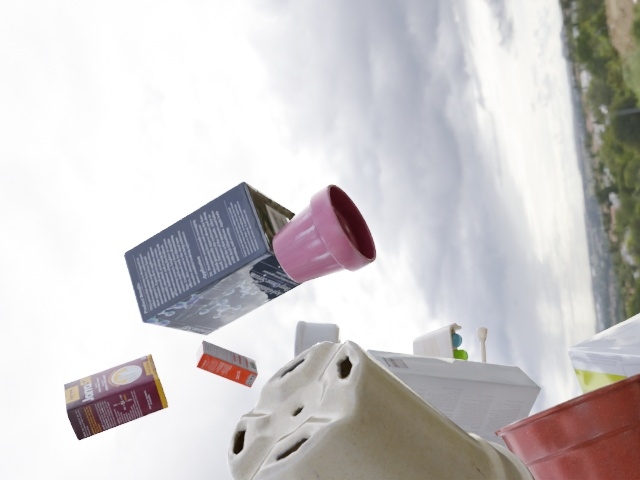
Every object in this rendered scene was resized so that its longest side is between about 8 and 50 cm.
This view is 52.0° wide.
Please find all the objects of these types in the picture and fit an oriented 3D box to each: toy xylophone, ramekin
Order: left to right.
[{"bbox_3d":[-0.002,0.386,2.052,0.277,0.135,0.277,-3,-90,-86],"label":"ramekin"},{"bbox_3d":[0.331,0.345,1.646,0.081,0.236,0.323,35,-130,-38],"label":"toy xylophone"}]

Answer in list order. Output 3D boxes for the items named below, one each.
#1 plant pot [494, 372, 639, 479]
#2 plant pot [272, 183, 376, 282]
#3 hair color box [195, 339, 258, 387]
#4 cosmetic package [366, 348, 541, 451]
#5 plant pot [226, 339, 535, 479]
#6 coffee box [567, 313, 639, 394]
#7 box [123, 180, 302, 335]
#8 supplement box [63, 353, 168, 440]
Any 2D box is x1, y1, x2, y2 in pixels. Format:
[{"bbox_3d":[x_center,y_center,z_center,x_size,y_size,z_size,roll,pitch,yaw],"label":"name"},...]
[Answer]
[{"bbox_3d":[0.469,0.392,1.076,0.272,0.272,0.265,32,-147,-63],"label":"plant pot"},{"bbox_3d":[0.000,0.000,1.484,0.201,0.180,0.201,50,-158,-29],"label":"plant pot"},{"bbox_3d":[-0.219,0.289,1.537,0.043,0.141,0.072,-62,17,11],"label":"hair color box"},{"bbox_3d":[0.232,0.384,1.355,0.097,0.377,0.284,-131,56,-63],"label":"cosmetic package"},{"bbox_3d":[0.059,0.305,0.850,0.305,0.334,0.334,49,-147,-17],"label":"plant pot"},{"bbox_3d":[0.762,0.310,1.268,0.334,0.337,0.338,69,163,1],"label":"coffee box"},{"bbox_3d":[-0.258,0.063,1.736,0.293,0.395,0.212,29,-145,-62],"label":"box"},{"bbox_3d":[-0.422,0.320,1.355,0.104,0.188,0.081,-137,34,-58],"label":"supplement box"}]
